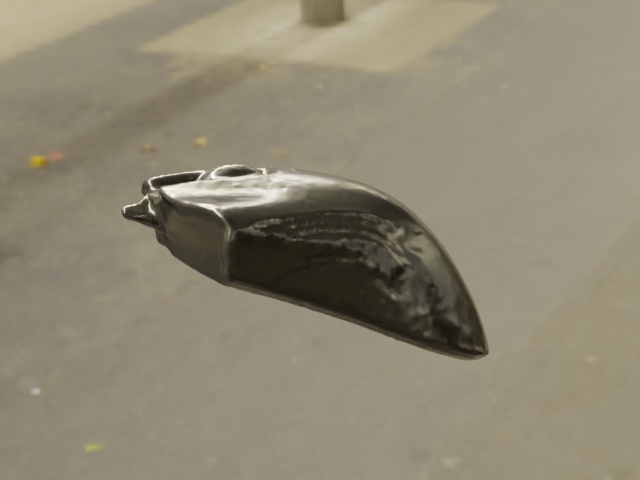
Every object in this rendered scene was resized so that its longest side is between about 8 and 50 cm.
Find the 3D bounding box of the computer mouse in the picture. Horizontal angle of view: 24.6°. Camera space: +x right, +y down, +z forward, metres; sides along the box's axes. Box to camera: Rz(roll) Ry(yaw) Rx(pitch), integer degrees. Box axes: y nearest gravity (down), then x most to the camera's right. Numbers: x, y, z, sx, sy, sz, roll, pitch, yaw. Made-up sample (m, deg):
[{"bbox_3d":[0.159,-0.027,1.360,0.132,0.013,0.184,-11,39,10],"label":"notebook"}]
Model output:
[{"bbox_3d":[0.000,0.000,0.942,0.264,0.088,0.147,16,6,-27],"label":"computer mouse"}]
